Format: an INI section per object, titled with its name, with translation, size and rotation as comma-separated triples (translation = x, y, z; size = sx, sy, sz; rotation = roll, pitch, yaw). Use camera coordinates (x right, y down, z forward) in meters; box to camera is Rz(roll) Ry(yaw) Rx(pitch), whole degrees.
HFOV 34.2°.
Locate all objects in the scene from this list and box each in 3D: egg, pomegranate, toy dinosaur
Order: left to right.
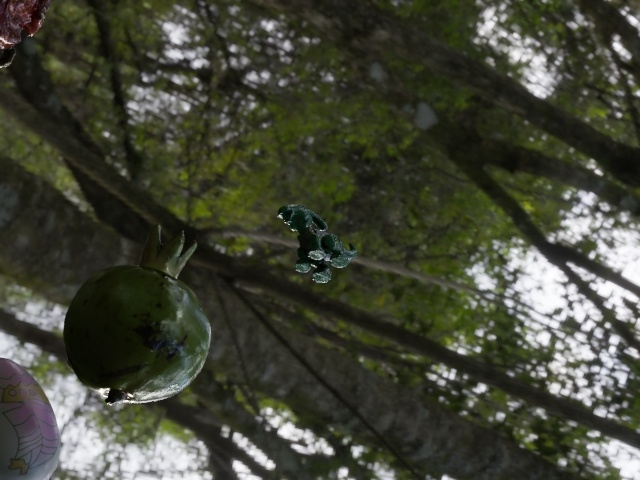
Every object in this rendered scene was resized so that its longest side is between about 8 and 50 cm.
[egg]
translation = -0.602, 0.357, 1.998
size = 0.196, 0.196, 0.271
rotation = -19, -108, 46
[pomegranate]
translation = -0.316, 0.136, 1.871
size = 0.260, 0.260, 0.341
rotation = -4, -116, 51
[toy dinosaur]
translation = 0.000, 0.000, 1.401
size = 0.059, 0.132, 0.096
rotation = -40, -136, 33

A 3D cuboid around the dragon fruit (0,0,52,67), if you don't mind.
[dragon fruit]
translation = -0.470, -0.404, 1.373
size = 0.277, 0.277, 0.342
rotation = -24, -131, 44
